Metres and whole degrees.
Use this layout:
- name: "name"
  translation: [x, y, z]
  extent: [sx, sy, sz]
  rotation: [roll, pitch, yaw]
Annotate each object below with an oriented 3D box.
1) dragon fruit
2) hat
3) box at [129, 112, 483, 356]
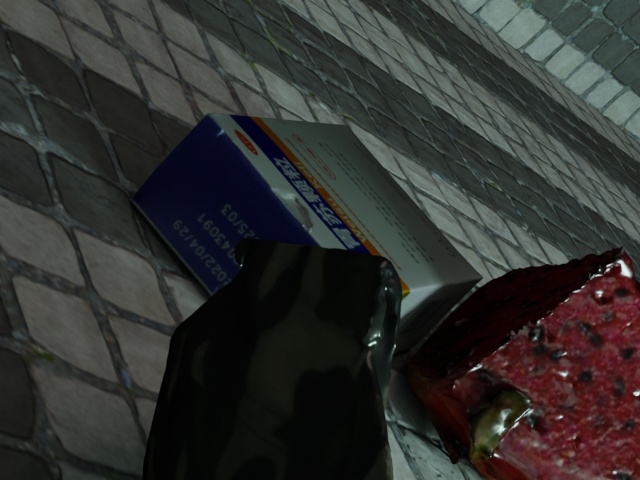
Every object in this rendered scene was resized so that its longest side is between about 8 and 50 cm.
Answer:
- name: "dragon fruit"
  translation: [0.249, 0.152, 1.287]
  extent: [0.330, 0.240, 0.302]
  rotation: [41, 37, 8]
- name: "hat"
  translation: [-0.019, 0.209, 0.767]
  extent: [0.381, 0.257, 0.366]
  rotation: [-61, 145, -39]
- name: "box"
  translation: [0.000, 0.000, 1.263]
  extent: [0.200, 0.106, 0.299]
  rotation: [49, 18, 15]
